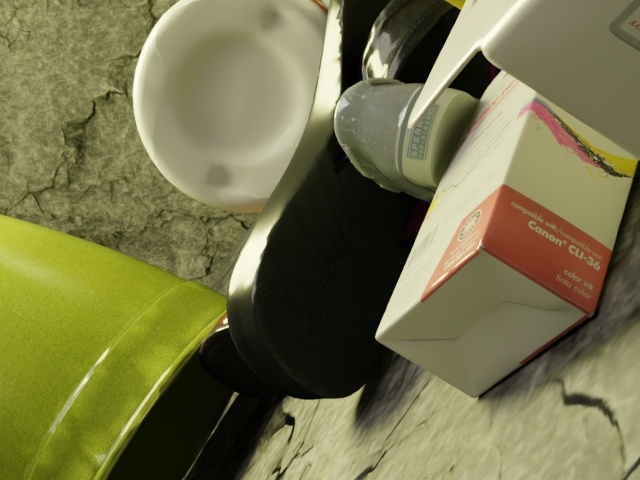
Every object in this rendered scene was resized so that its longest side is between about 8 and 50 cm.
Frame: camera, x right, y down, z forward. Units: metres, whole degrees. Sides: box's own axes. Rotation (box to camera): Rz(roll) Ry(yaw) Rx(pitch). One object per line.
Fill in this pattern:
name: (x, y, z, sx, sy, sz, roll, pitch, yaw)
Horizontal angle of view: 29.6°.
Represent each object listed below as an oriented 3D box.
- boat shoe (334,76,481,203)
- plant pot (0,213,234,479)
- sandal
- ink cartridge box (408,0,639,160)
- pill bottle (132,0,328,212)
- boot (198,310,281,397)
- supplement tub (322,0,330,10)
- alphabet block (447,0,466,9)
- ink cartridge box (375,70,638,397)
boat shoe: (0.065, -0.067, 0.791, 0.227, 0.081, 0.079, 13, -85, -73)
plant pot: (-0.312, 0.137, 1.327, 0.366, 0.353, 0.366, -56, -11, -17)
sandal: (0.069, -0.084, 0.919, 0.107, 0.167, 0.445, -13, 49, 46)
ink cartridge box: (0.184, -0.160, 0.456, 0.207, 0.119, 0.353, -63, 9, -32)
pill bottle: (-0.030, -0.156, 1.315, 0.224, 0.224, 0.392, -57, -7, 14)
boot: (0.000, 0.000, 1.194, 0.264, 0.096, 0.280, -59, 1, 46)
supplement tub: (0.122, -0.328, 1.190, 0.228, 0.228, 0.316, -54, 8, 31)
alphabet block: (0.162, -0.267, 0.800, 0.197, 0.192, 0.193, -62, 6, -25)
ink cartridge box: (0.110, -0.030, 0.637, 0.115, 0.067, 0.198, -49, 13, 54)
